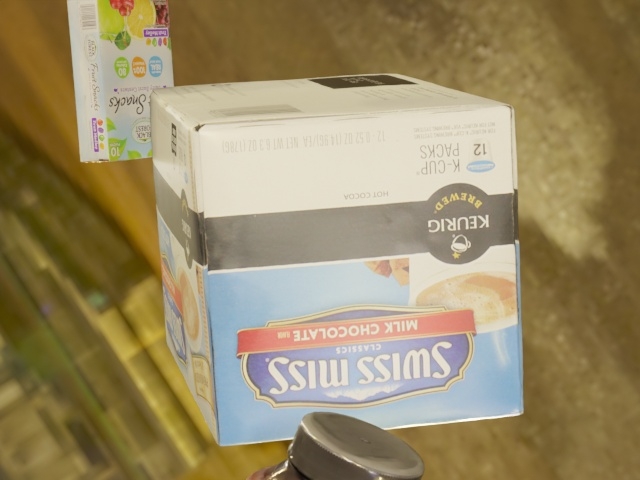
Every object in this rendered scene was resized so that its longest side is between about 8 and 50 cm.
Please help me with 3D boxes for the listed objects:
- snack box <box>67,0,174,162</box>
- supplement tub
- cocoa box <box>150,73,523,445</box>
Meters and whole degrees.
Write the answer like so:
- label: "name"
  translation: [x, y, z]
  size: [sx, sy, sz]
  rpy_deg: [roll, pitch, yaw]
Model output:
- label: "snack box"
  translation: [-0.170, -0.142, 1.544]
  size: [0.037, 0.100, 0.141]
  rpy_deg: [0, 96, 34]
- label: "supplement tub"
  translation: [-0.013, 0.193, 0.943]
  size: [0.106, 0.198, 0.106]
  rpy_deg: [21, -167, -5]
- label: "cocoa box"
  translation: [0.000, 0.000, 1.374]
  size: [0.347, 0.231, 0.228]
  rpy_deg: [-140, 47, -76]
